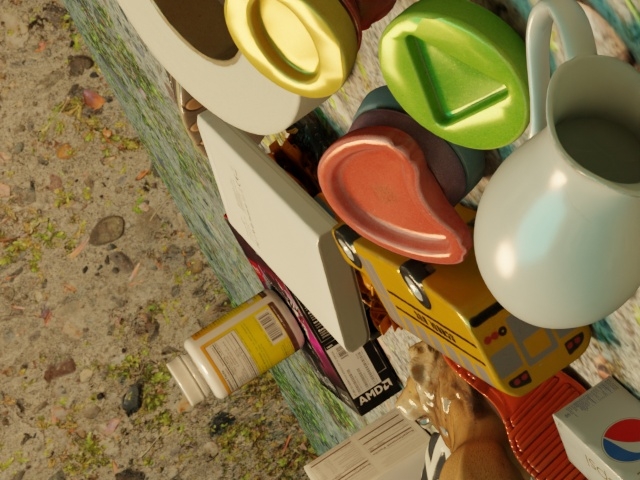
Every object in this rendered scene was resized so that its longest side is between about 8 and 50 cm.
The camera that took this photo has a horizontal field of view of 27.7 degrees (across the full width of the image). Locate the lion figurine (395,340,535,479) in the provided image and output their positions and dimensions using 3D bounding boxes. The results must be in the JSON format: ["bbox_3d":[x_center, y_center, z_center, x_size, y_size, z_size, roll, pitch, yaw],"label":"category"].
[{"bbox_3d":[0.181,0.246,1.399,0.240,0.142,0.392,62,-176,-10],"label":"lion figurine"}]

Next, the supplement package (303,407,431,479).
[{"bbox_3d":[0.132,0.461,2.235,0.261,0.204,0.145,63,169,-27],"label":"supplement package"}]

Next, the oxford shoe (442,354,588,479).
[{"bbox_3d":[0.232,0.176,1.327,0.098,0.097,0.271,39,-167,-51],"label":"oxford shoe"}]

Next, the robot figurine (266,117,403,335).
[{"bbox_3d":[0.024,-0.028,1.640,0.291,0.085,0.211,51,167,32],"label":"robot figurine"}]

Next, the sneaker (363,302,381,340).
[{"bbox_3d":[0.025,0.053,1.877,0.232,0.081,0.090,52,177,-36],"label":"sneaker"}]

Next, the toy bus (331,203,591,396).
[{"bbox_3d":[0.127,0.036,1.294,0.130,0.108,0.333,60,169,-20],"label":"toy bus"}]

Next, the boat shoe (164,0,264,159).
[{"bbox_3d":[-0.153,-0.264,1.723,0.130,0.132,0.355,-119,14,-47],"label":"boat shoe"}]

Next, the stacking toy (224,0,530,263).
[{"bbox_3d":[0.099,-0.128,1.092,0.280,0.130,0.309,10,141,40],"label":"stacking toy"}]

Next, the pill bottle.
[{"bbox_3d":[-0.142,0.180,2.135,0.117,0.215,0.117,55,169,16],"label":"pill bottle"}]

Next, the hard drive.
[{"bbox_3d":[-0.050,-0.018,1.637,0.307,0.040,0.203,45,158,43],"label":"hard drive"}]

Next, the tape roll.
[{"bbox_3d":[-0.125,-0.292,1.391,0.392,0.072,0.392,42,155,25],"label":"tape roll"}]

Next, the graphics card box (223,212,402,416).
[{"bbox_3d":[-0.017,0.100,2.184,0.371,0.094,0.233,60,169,-17],"label":"graphics card box"}]

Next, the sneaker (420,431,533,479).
[{"bbox_3d":[0.210,0.273,1.649,0.235,0.094,0.153,-34,45,52],"label":"sneaker"}]

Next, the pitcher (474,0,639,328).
[{"bbox_3d":[0.168,-0.047,0.886,0.207,0.126,0.177,98,160,-58],"label":"pitcher"}]

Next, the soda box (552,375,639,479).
[{"bbox_3d":[0.298,0.214,1.130,0.216,0.069,0.074,46,165,50],"label":"soda box"}]
